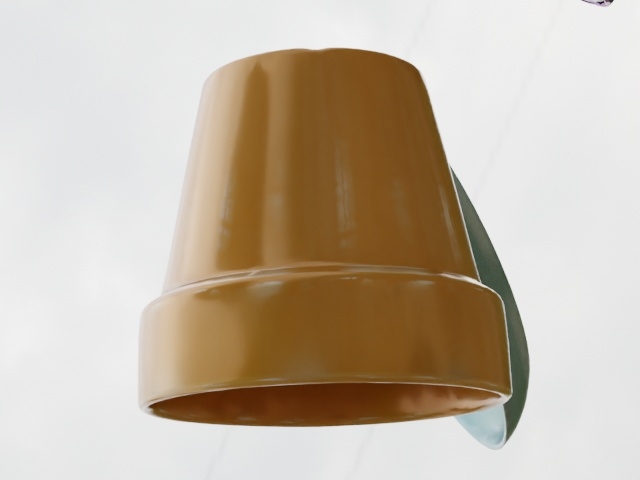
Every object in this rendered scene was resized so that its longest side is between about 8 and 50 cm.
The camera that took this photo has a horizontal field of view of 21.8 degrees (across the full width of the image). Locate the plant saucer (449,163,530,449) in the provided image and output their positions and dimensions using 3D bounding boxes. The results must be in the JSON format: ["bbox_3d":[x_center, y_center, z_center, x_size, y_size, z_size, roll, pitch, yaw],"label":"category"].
[{"bbox_3d":[0.071,0.003,1.213,0.043,0.317,0.318,-26,-52,-9],"label":"plant saucer"}]

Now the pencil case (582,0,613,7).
[{"bbox_3d":[0.216,-0.238,1.156,0.070,0.064,0.152,34,-88,-25],"label":"pencil case"}]

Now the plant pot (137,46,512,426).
[{"bbox_3d":[0.000,0.000,0.930,0.205,0.205,0.188,18,-113,-56],"label":"plant pot"}]
